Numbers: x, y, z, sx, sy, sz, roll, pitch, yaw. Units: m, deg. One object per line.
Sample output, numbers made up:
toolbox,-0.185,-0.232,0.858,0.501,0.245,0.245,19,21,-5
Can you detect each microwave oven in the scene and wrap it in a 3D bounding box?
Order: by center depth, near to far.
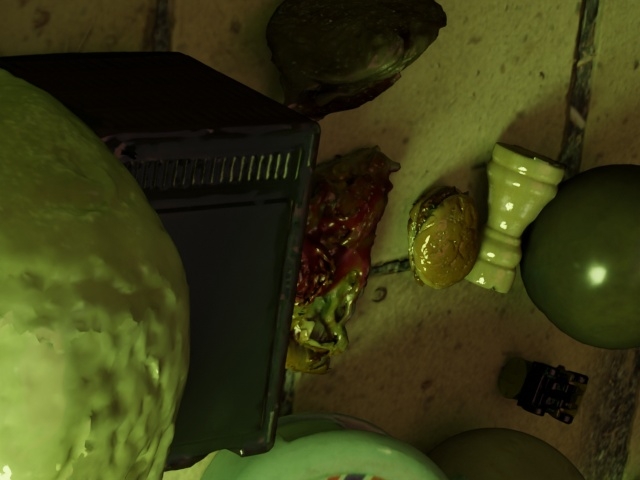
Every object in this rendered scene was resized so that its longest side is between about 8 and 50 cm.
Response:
microwave oven,-0.134,0.010,1.133,0.178,0.188,0.248,-7,116,-39

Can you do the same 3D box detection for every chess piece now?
chess piece,0.162,-0.018,1.518,0.066,0.066,0.122,8,103,-48

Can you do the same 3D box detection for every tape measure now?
tape measure,0.007,0.253,1.388,0.246,0.125,0.243,38,82,-16

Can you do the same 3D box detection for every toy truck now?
toy truck,0.209,0.138,1.641,0.083,0.054,0.049,18,93,-48

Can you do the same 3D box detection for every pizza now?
pizza,0.000,0.000,1.362,0.193,0.053,0.201,-57,137,-11

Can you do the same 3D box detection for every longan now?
longan,0.263,0.014,1.562,0.189,0.189,0.189,-21,121,-40

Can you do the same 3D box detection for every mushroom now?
mushroom,0.147,0.274,1.563,0.204,0.204,0.204,-21,121,-40

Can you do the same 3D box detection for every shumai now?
shumai,0.030,-0.140,1.291,0.139,0.123,0.105,-61,151,-27

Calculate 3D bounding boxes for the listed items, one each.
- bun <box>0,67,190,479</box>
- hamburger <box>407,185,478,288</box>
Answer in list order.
bun,-0.241,0.079,0.934,0.227,0.352,0.349,-16,92,-53
hamburger,0.103,-0.002,1.478,0.076,0.044,0.083,-25,126,-37
